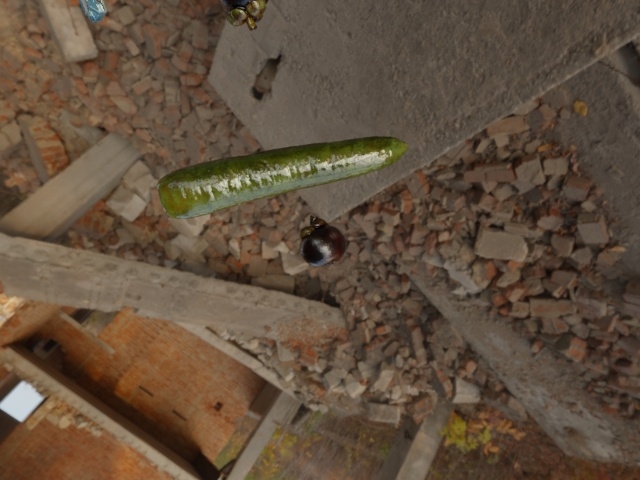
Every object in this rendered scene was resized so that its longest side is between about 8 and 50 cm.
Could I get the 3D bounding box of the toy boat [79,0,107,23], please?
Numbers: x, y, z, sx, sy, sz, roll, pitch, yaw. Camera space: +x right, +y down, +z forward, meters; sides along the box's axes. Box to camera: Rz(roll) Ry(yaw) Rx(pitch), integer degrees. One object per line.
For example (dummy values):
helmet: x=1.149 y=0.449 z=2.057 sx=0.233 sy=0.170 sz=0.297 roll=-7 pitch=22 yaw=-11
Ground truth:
toy boat: x=-0.666 y=-0.753 z=1.249 sx=0.088 sy=0.102 sz=0.215 roll=2 pitch=116 yaw=54

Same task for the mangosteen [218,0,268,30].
mangosteen: x=-0.233 y=-0.744 z=1.301 sx=0.199 sy=0.200 sz=0.200 roll=28 pitch=152 yaw=16

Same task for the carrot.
carrot: x=-0.050 y=-0.099 z=0.607 sx=0.358 sy=0.074 sz=0.074 roll=-13 pitch=144 yaw=-2

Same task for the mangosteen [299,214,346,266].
mangosteen: x=0.000 y=0.000 z=1.109 sx=0.140 sy=0.140 sz=0.140 roll=28 pitch=152 yaw=16
